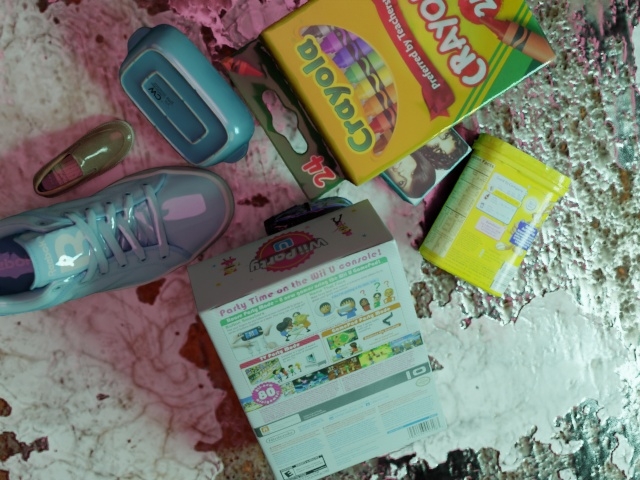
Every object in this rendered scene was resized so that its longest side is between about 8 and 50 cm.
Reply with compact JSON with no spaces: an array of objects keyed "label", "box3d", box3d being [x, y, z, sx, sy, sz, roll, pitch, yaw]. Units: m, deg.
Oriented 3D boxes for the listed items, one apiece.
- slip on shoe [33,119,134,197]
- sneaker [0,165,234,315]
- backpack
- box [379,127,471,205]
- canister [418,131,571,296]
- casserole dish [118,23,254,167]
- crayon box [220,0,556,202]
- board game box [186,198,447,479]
[{"label":"slip on shoe","box3d":[-0.280,-0.095,1.061,0.135,0.041,0.051,-30,101,-1]},{"label":"sneaker","box3d":[-0.271,0.015,1.026,0.365,0.150,0.135,-20,102,-3]},{"label":"backpack","box3d":[0.000,0.000,1.087,0.114,0.084,0.105,-19,105,1]},{"label":"box","box3d":[0.060,-0.162,1.080,0.100,0.060,0.244,-45,101,2]},{"label":"canister","box3d":[0.212,-0.030,1.114,0.126,0.073,0.170,27,97,-10]},{"label":"casserole dish","box3d":[-0.160,-0.159,1.036,0.114,0.037,0.188,-32,103,39]},{"label":"crayon box","box3d":[0.074,-0.202,1.003,0.318,0.081,0.202,-34,101,-1]},{"label":"board game box","box3d":[0.003,0.130,1.051,0.224,0.097,0.303,-20,126,-4]}]
